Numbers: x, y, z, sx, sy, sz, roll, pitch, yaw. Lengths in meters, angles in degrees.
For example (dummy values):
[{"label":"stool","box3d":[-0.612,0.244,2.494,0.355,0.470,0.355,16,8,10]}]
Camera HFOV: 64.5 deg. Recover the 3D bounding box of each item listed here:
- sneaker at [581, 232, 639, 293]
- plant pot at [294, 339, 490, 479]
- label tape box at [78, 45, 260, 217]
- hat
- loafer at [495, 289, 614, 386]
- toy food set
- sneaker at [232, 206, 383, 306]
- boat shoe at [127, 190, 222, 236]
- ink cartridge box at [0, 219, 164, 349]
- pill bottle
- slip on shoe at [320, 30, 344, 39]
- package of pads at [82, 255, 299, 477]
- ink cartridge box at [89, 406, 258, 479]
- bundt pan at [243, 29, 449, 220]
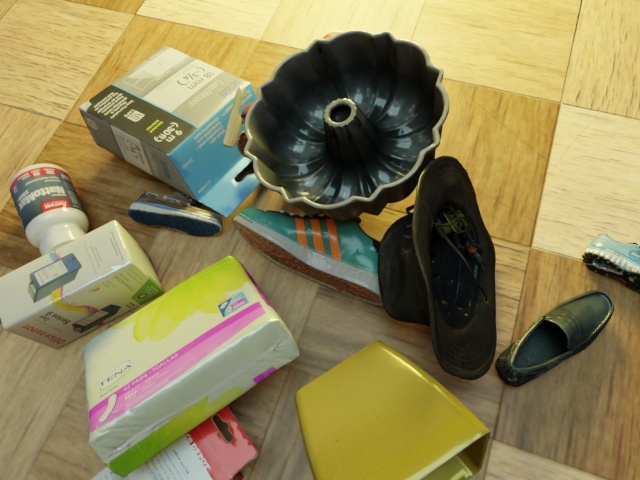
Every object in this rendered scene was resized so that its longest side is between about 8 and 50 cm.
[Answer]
[{"label":"sneaker","box3d":[0.525,0.035,0.836,0.162,0.063,0.073,29,67,17]},{"label":"plant pot","box3d":[0.081,0.269,0.697,0.212,0.212,0.187,-30,53,-9]},{"label":"label tape box","box3d":[-0.243,-0.223,0.978,0.333,0.106,0.241,28,58,17]},{"label":"hat","box3d":[0.165,0.042,0.779,0.133,0.331,0.332,-10,60,34]},{"label":"loafer","box3d":[0.371,0.148,0.787,0.223,0.078,0.076,-32,67,-10]},{"label":"toy food set","box3d":[-0.094,-0.192,0.944,0.071,0.217,0.128,-7,73,50]},{"label":"sneaker","box3d":[0.000,0.000,0.880,0.302,0.108,0.121,25,68,7]},{"label":"boat shoe","box3d":[-0.265,-0.059,0.949,0.183,0.066,0.066,12,58,6]},{"label":"ink cartridge box","box3d":[-0.395,0.079,0.845,0.212,0.154,0.093,-27,67,-9]},{"label":"pill bottle","box3d":[-0.495,-0.044,0.939,0.107,0.108,0.180,-30,66,-9]},{"label":"slip on shoe","box3d":[0.047,-0.304,1.017,0.122,0.101,0.332,-5,64,4]},{"label":"package of pads","box3d":[-0.208,0.167,0.769,0.296,0.101,0.229,-32,33,-10]},{"label":"ink cartridge box","box3d":[-0.211,0.342,0.747,0.231,0.078,0.134,-37,68,-12]},{"label":"bundt pan","box3d":[0.048,-0.175,0.832,0.330,0.124,0.331,-7,66,17]}]
